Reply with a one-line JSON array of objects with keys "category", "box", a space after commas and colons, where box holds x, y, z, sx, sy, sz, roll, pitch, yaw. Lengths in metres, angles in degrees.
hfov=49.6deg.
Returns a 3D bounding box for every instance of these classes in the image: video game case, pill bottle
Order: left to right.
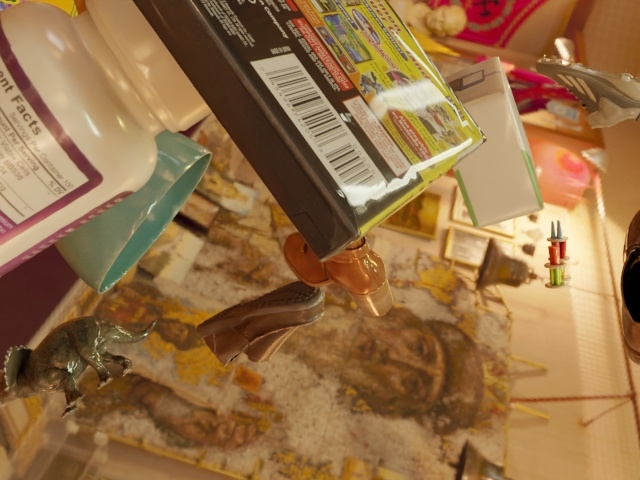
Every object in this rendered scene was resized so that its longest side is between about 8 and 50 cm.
[{"category": "pill bottle", "box": [-0.241, -0.080, 0.552, 0.301, 0.169, 0.169, -32, 172, -2]}, {"category": "video game case", "box": [-0.011, -0.144, 0.473, 0.035, 0.275, 0.248, -37, 179, 35]}]

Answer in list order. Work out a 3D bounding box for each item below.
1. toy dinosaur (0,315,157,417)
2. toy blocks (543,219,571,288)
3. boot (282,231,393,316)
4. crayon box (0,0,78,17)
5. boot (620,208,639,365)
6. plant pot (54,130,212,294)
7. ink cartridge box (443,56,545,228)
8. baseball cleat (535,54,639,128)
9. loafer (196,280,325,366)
[{"category": "toy dinosaur", "box": [-0.436, 0.203, 1.227, 0.313, 0.160, 0.121, -36, 172, -22]}, {"category": "toy blocks", "box": [0.570, 0.031, 1.672, 0.123, 0.054, 0.148, -24, 109, -61]}, {"category": "boot", "box": [0.000, 0.000, 1.204, 0.109, 0.283, 0.220, -38, 133, -12]}, {"category": "crayon box", "box": [-0.399, -0.207, 0.770, 0.278, 0.166, 0.081, -7, 162, -47]}, {"category": "boot", "box": [0.507, 0.035, 1.051, 0.115, 0.112, 0.305, 55, 42, -34]}, {"category": "plant pot", "box": [-0.340, -0.087, 1.115, 0.290, 0.195, 0.290, -52, -176, 5]}, {"category": "ink cartridge box", "box": [0.216, -0.133, 0.893, 0.154, 0.093, 0.212, 65, 22, -19]}, {"category": "baseball cleat", "box": [0.468, -0.260, 1.228, 0.072, 0.205, 0.110, -12, 119, -46]}, {"category": "loafer", "box": [-0.112, 0.185, 1.476, 0.365, 0.130, 0.133, -21, -174, 45]}]
